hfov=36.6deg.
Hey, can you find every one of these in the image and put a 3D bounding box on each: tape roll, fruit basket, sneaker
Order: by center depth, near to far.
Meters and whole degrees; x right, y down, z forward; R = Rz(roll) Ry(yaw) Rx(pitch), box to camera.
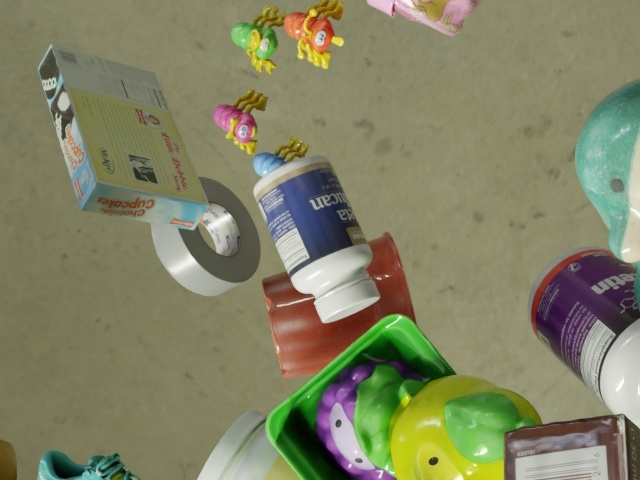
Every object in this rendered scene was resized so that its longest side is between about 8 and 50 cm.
[{"bbox_3d":[0.138,0.286,1.222,0.283,0.392,0.392,-40,109,-1],"label":"fruit basket"},{"bbox_3d":[-0.294,0.357,1.358,0.275,0.107,0.109,2,96,25],"label":"sneaker"},{"bbox_3d":[-0.215,-0.008,1.831,0.072,0.219,0.219,-29,111,33],"label":"tape roll"}]

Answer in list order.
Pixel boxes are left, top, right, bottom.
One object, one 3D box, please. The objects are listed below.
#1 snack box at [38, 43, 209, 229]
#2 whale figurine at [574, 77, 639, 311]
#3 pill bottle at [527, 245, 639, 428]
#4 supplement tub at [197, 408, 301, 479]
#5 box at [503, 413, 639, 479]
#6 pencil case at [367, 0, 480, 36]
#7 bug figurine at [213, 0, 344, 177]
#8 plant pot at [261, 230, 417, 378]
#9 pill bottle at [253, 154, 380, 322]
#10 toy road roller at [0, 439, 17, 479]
[{"bbox_3d":[-0.301,-0.159,1.463,0.187,0.322,0.060,10,130,-38],"label":"snack box"},{"bbox_3d":[0.351,-0.046,1.040,0.141,0.216,0.272,17,135,37],"label":"whale figurine"},{"bbox_3d":[0.440,0.143,1.371,0.182,0.323,0.181,-6,113,-15],"label":"pill bottle"},{"bbox_3d":[-0.020,0.440,1.555,0.331,0.241,0.241,27,130,15],"label":"supplement tub"},{"bbox_3d":[0.343,0.348,1.041,0.143,0.191,0.381,-17,142,32],"label":"box"},{"bbox_3d":[0.200,-0.427,1.141,0.167,0.160,0.386,20,118,-30],"label":"pencil case"},{"bbox_3d":[-0.065,-0.198,1.299,0.216,0.072,0.279,30,112,45],"label":"bug figurine"},{"bbox_3d":[0.034,0.143,1.885,0.265,0.272,0.272,-13,123,-2],"label":"plant pot"},{"bbox_3d":[0.000,0.000,1.061,0.094,0.094,0.169,-32,77,35],"label":"pill bottle"},{"bbox_3d":[-0.509,0.207,1.144,0.203,0.240,0.329,-6,159,4],"label":"toy road roller"}]
